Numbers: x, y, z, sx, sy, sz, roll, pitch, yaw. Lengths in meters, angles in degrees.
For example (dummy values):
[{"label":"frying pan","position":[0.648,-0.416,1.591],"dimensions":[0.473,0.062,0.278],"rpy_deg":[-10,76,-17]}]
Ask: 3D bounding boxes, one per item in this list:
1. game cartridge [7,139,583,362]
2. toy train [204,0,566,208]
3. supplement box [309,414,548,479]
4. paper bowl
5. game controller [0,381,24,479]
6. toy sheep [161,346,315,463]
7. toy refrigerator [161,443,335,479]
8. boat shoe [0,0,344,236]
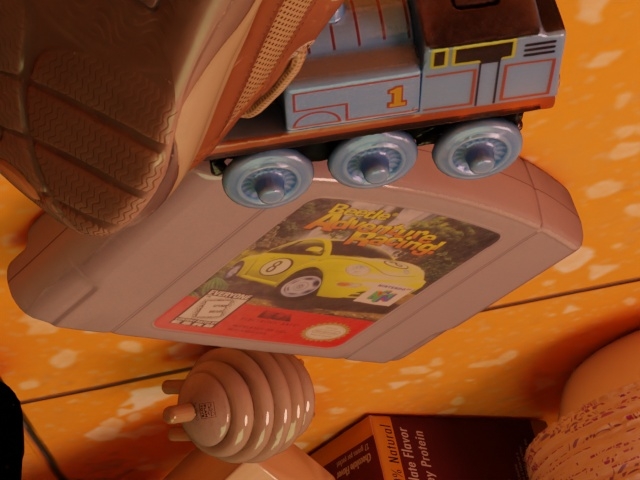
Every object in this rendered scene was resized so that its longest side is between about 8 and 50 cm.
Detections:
[{"label":"game cartridge","position":[0.000,0.000,0.849],"dimensions":[0.294,0.060,0.196],"rpy_deg":[9,143,-38]},{"label":"toy train","position":[0.019,-0.076,0.677],"dimensions":[0.184,0.080,0.105],"rpy_deg":[-8,145,-4]},{"label":"supplement box","position":[0.102,0.258,1.260],"dimensions":[0.194,0.191,0.129],"rpy_deg":[6,149,-35]},{"label":"paper bowl","position":[0.300,0.153,1.186],"dimensions":[0.284,0.148,0.284],"rpy_deg":[-10,155,-5]},{"label":"game controller","position":[-0.336,0.175,0.930],"dimensions":[0.319,0.166,0.067],"rpy_deg":[-14,120,2]},{"label":"toy sheep","position":[-0.055,0.108,1.008],"dimensions":[0.132,0.091,0.091],"rpy_deg":[-13,162,-47]},{"label":"toy refrigerator","position":[-0.113,0.257,1.137],"dimensions":[0.102,0.094,0.269],"rpy_deg":[41,102,-19]},{"label":"boat shoe","position":[-0.022,-0.139,0.506],"dimensions":[0.116,0.123,0.324],"rpy_deg":[-35,168,-48]}]
